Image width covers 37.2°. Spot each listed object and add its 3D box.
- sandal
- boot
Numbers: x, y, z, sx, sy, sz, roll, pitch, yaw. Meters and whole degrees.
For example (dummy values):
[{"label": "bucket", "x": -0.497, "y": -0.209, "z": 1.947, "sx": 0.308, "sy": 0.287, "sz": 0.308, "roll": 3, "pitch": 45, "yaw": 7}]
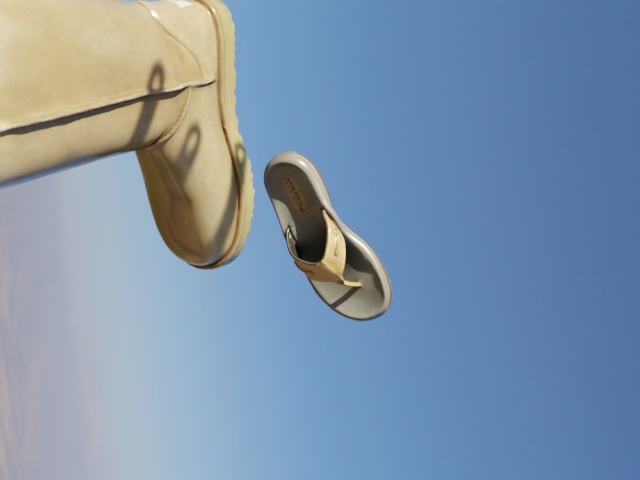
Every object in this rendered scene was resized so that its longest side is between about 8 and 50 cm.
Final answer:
[{"label": "sandal", "x": 0.000, "y": 0.000, "z": 1.084, "sx": 0.219, "sy": 0.090, "sz": 0.060, "roll": 62, "pitch": 24, "yaw": -5}, {"label": "boot", "x": -0.163, "y": -0.064, "z": 0.674, "sx": 0.089, "sy": 0.269, "sz": 0.236, "roll": 1, "pitch": -76, "yaw": 30}]
